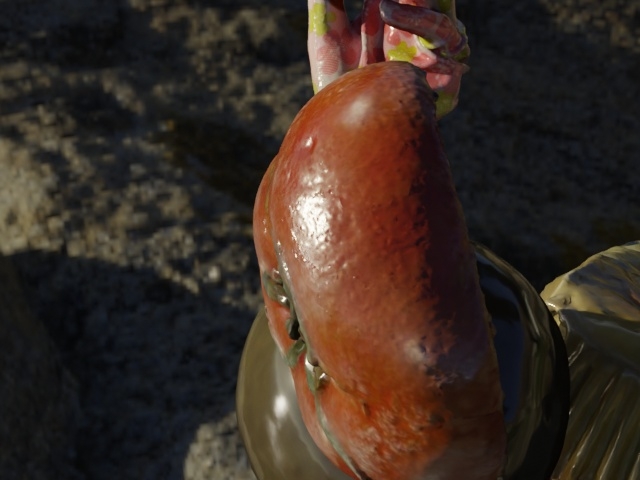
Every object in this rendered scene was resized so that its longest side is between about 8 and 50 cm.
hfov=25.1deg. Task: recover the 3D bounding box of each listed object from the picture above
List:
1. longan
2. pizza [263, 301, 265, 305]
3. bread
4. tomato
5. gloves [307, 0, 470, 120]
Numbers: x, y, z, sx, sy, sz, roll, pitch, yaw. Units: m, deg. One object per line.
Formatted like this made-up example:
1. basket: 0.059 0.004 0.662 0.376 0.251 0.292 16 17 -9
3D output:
1. longan: 0.050 0.113 0.978 0.248 0.248 0.248 -1 40 1
2. pizza: 0.000 0.000 1.284 0.062 0.188 0.199 24 18 -9
3. bread: 0.309 0.120 1.203 0.389 0.183 0.236 -7 37 -46
4. tomato: 0.022 0.027 0.756 0.095 0.236 0.236 -11 41 -8
5. gloves: 0.062 -0.196 1.252 0.126 0.241 0.145 1 19 -31
